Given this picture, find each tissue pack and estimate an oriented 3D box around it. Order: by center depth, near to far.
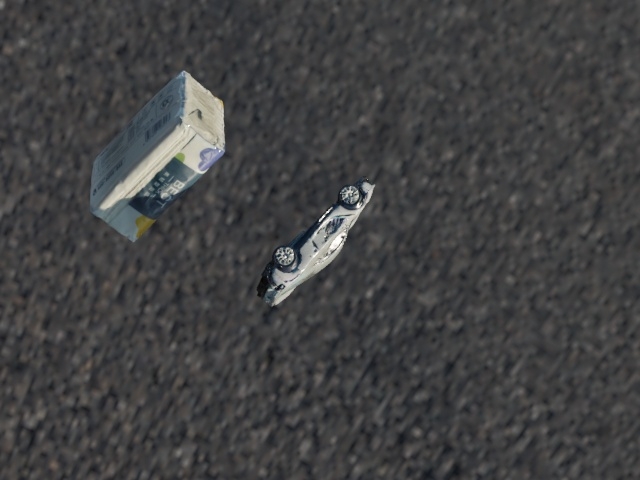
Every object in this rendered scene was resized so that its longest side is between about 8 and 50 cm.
[{"bbox_3d":[-0.094,-0.049,1.076,0.042,0.083,0.062,36,25,-27],"label":"tissue pack"}]

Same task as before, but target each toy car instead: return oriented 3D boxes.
[{"bbox_3d":[0.000,0.000,1.047,0.025,0.041,0.093,45,74,4],"label":"toy car"}]
